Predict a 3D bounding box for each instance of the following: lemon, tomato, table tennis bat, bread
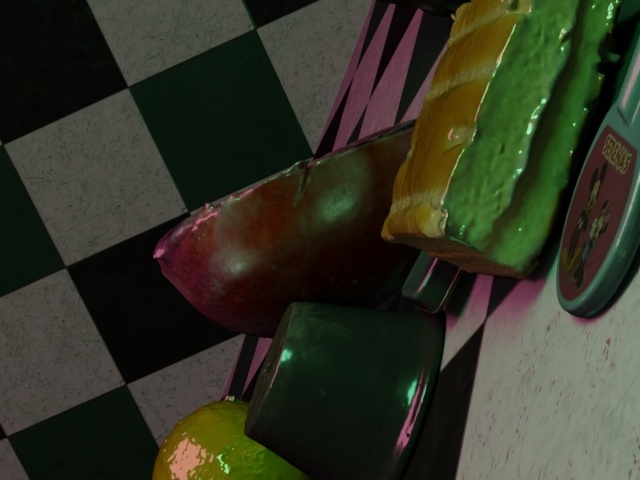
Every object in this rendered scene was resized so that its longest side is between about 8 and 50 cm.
[{"bbox_3d":[-0.104,0.298,1.601,0.231,0.192,0.192,40,117,39],"label":"lemon"},{"bbox_3d":[-0.002,0.005,1.414,0.176,0.335,0.289,66,159,4],"label":"tomato"},{"bbox_3d":[0.205,-0.064,0.863,0.153,0.040,0.244,-89,15,-73],"label":"table tennis bat"},{"bbox_3d":[0.147,-0.095,1.084,0.246,0.111,0.239,-170,99,-83],"label":"bread"}]

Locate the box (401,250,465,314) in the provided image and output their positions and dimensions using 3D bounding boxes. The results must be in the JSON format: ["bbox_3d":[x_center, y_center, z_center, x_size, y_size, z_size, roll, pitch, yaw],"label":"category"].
[{"bbox_3d":[0.122,0.008,1.253,0.126,0.031,0.091,-61,7,-2],"label":"box"}]

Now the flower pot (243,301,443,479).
[{"bbox_3d":[0.013,0.150,1.313,0.235,0.148,0.235,-159,90,-85],"label":"flower pot"}]

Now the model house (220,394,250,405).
[{"bbox_3d":[-0.132,0.345,1.858,0.244,0.169,0.326,-80,11,-68],"label":"model house"}]

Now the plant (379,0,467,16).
[{"bbox_3d":[0.084,-0.451,1.830,0.215,0.312,0.213,143,150,-85],"label":"plant"}]
